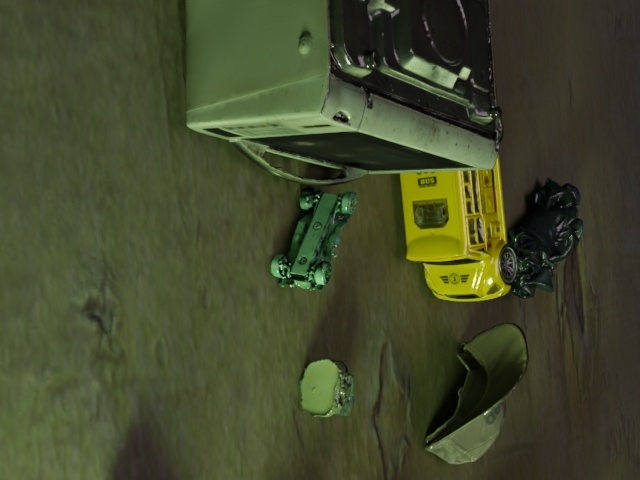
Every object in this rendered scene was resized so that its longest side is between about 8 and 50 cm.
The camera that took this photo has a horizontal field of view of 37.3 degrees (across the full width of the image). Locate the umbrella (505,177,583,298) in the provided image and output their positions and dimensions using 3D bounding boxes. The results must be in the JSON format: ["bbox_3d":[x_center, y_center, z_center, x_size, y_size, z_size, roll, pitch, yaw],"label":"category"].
[{"bbox_3d":[0.449,-0.023,1.855,0.349,0.094,0.143,-41,124,-48],"label":"umbrella"}]

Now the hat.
[{"bbox_3d":[0.280,0.263,1.540,0.149,0.245,0.214,39,58,-20],"label":"hat"}]

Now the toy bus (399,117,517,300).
[{"bbox_3d":[0.208,-0.063,1.501,0.152,0.144,0.330,-9,94,-52],"label":"toy bus"}]

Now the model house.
[{"bbox_3d":[0.020,0.203,1.304,0.083,0.066,0.078,16,77,-52],"label":"model house"}]

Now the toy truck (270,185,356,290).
[{"bbox_3d":[0.000,0.001,1.285,0.078,0.080,0.154,63,41,-53],"label":"toy truck"}]

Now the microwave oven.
[{"bbox_3d":[0.049,-0.252,1.205,0.394,0.247,0.333,8,78,-52],"label":"microwave oven"}]
